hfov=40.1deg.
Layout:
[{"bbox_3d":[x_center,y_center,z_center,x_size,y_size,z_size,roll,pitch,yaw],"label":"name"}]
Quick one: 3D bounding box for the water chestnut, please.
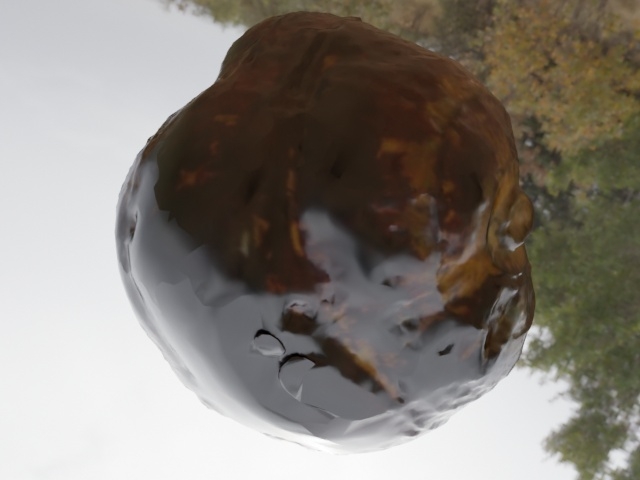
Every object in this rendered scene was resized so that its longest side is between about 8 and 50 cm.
[{"bbox_3d":[0.000,0.000,0.581,0.289,0.289,0.244,17,-163,-21],"label":"water chestnut"}]
